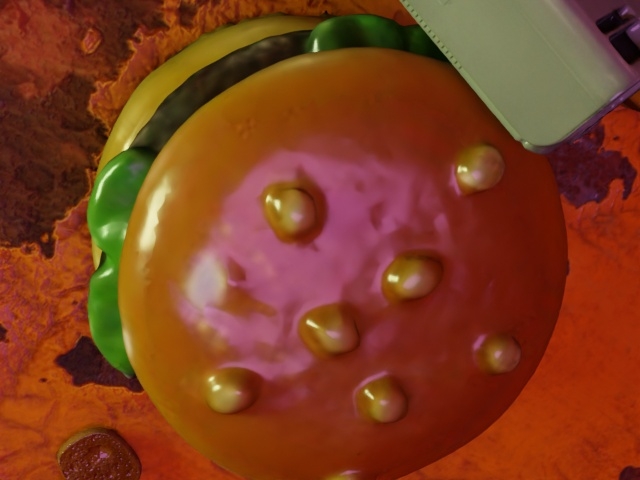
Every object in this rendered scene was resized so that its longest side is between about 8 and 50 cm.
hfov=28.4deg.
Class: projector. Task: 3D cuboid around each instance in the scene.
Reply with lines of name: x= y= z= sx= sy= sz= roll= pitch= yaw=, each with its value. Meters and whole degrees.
projector: x=0.180 y=-0.190 z=0.983 sx=0.198 sy=0.250 sz=0.108 roll=50 pitch=127 yaw=4

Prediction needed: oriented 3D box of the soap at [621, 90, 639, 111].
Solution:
soap: x=0.352 y=-0.282 z=1.165 sx=0.204 sy=0.096 sz=0.324 roll=32 pitch=101 yaw=-32

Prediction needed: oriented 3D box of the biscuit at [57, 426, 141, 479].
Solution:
biscuit: x=-0.221 y=0.223 z=1.243 sx=0.078 sy=0.015 sz=0.091 roll=-31 pitch=123 yaw=-3

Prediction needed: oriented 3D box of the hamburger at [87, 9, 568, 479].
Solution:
hamburger: x=0.000 y=0.000 z=1.035 sx=0.395 sy=0.277 sz=0.396 roll=-6 pitch=110 yaw=-17
